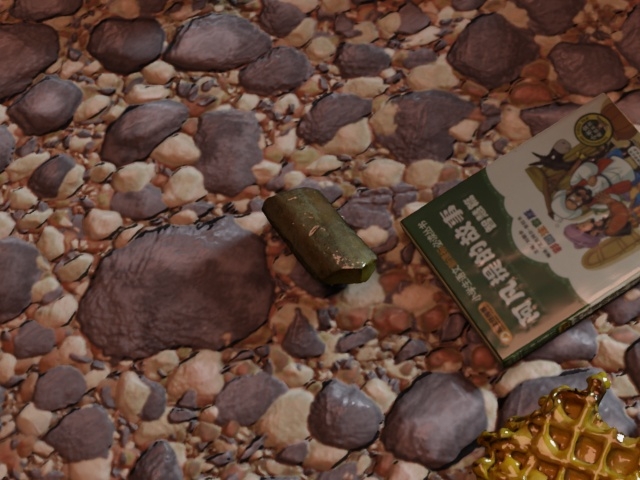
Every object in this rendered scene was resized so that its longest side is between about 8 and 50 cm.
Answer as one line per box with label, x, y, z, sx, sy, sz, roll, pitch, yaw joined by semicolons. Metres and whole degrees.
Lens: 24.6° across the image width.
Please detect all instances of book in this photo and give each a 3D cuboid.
book;0.244;-0.015;1.518;0.264;0.027;0.202;-32;60;-4

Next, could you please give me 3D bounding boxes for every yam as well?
yam;0.000;0.000;1.553;0.069;0.070;0.146;-36;61;-6

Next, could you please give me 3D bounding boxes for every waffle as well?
waffle;0.260;0.237;1.369;0.231;0.051;0.229;-26;62;1
